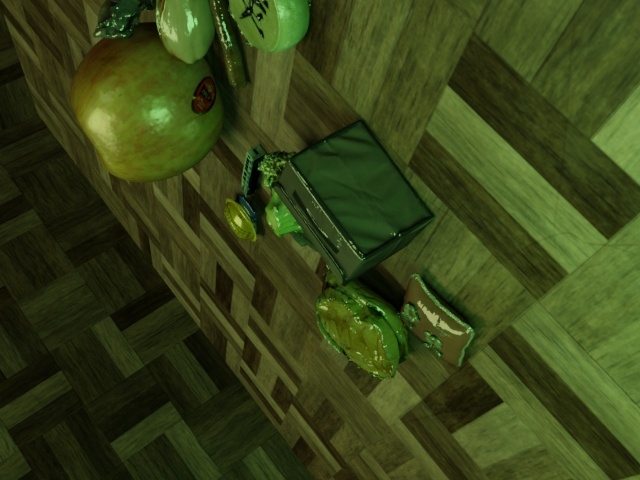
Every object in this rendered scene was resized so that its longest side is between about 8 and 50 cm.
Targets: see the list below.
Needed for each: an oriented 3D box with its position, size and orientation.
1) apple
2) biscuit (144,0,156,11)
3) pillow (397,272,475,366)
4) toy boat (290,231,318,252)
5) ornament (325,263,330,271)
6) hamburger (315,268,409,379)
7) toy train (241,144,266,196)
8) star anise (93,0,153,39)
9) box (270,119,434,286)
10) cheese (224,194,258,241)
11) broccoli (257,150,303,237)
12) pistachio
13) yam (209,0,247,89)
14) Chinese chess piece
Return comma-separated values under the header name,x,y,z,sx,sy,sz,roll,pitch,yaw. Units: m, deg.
name,x,y,z,sx,sy,sz,roll,pitch,yaw
apple,-0.444,-0.339,1.666,0.391,0.346,0.391,47,159,25
biscuit,-0.509,-0.669,1.612,0.238,0.062,0.108,31,164,-6
pillow,0.235,0.174,1.357,0.179,0.075,0.171,43,153,26
toy boat,0.000,0.000,1.574,0.260,0.078,0.085,36,131,40
ornament,0.036,0.088,1.680,0.073,0.028,0.125,37,147,37
hamburger,0.103,0.195,1.564,0.285,0.134,0.266,34,146,30
toy train,-0.182,-0.180,1.734,0.047,0.043,0.207,50,155,13
star anise,-0.428,-0.569,1.485,0.110,0.257,0.198,42,161,16
box,0.059,-0.073,1.255,0.252,0.188,0.153,56,158,7
cheese,-0.229,-0.070,1.926,0.157,0.064,0.250,54,160,0
broccoli,-0.035,-0.086,1.426,0.198,0.176,0.226,-146,52,-67
pistachio,-0.300,-0.500,1.442,0.144,0.144,0.215,34,138,40
yam,-0.212,-0.483,1.416,0.045,0.045,0.327,-103,2,-49
Chinese chess piece,-0.100,-0.445,1.210,0.188,0.083,0.188,44,153,31
